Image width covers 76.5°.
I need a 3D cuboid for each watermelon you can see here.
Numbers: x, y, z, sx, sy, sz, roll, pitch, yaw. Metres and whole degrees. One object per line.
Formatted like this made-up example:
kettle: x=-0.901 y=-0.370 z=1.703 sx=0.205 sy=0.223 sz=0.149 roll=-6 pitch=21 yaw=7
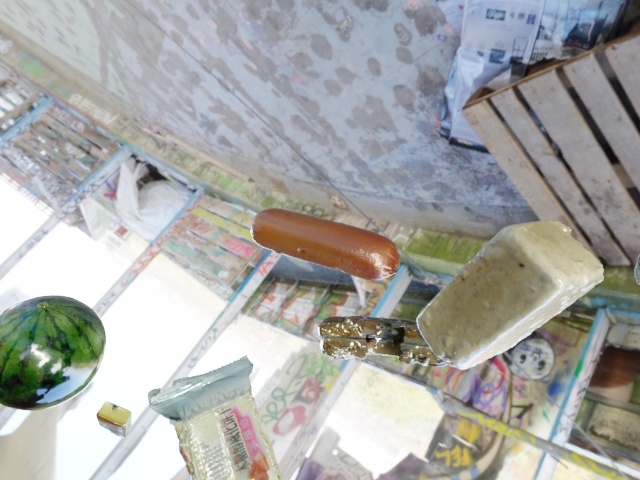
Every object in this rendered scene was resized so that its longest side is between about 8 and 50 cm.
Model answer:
watermelon: x=-0.591 y=0.236 z=0.874 sx=0.242 sy=0.242 sz=0.242 roll=32 pitch=160 yaw=13

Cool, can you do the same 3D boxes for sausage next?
sausage: x=0.000 y=0.001 z=0.882 sx=0.349 sy=0.097 sz=0.094 roll=15 pitch=149 yaw=18

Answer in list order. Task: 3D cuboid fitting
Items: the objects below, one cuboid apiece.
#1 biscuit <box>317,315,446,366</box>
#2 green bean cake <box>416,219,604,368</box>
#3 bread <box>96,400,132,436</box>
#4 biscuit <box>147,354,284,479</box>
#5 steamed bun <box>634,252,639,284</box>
biscuit: x=0.182 y=0.279 z=1.155 sx=0.367 sy=0.115 sz=0.268 roll=4 pitch=174 yaw=9
green bean cake: x=0.202 y=0.064 z=0.450 sx=0.085 sy=0.109 sz=0.179 roll=60 pitch=137 yaw=31
bread: x=-0.595 y=0.524 z=1.179 sx=0.088 sy=0.049 sz=0.226 roll=27 pitch=141 yaw=-8
biscuit: x=-0.150 y=0.363 z=0.664 sx=0.079 sy=0.186 sz=0.309 roll=-38 pitch=69 yaw=50
steamed bun: x=0.436 y=-0.008 z=0.406 sx=0.170 sy=0.225 sz=0.200 roll=28 pitch=-170 yaw=19
